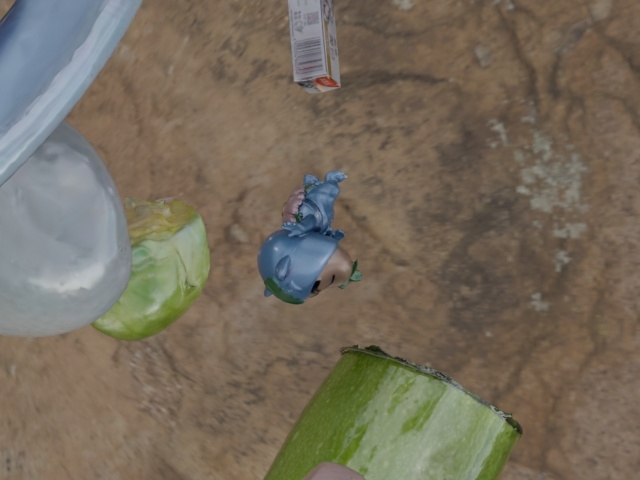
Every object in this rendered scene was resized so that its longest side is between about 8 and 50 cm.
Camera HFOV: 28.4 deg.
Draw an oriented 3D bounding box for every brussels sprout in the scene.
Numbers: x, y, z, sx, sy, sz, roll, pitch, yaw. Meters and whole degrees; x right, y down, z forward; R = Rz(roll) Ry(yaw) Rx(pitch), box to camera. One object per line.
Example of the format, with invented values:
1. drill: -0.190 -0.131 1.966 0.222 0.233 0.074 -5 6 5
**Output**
1. brussels sprout: -0.177 0.033 1.226 0.149 0.151 0.122 -2 115 14

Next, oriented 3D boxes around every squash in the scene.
1. squash: 0.049 0.337 1.524 0.263 0.263 0.384 32 77 -12

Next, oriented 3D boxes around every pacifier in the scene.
1. pacifier: -0.147 -0.026 0.405 0.207 0.278 0.227 48 46 -47

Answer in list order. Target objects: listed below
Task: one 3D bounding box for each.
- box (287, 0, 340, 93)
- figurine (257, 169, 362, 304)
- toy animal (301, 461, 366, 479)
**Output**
1. box: -0.011 -0.269 1.351 0.039 0.055 0.218 -8 78 18
2. figurine: 0.001 0.002 1.578 0.144 0.114 0.178 24 66 -20
3. toy animal: 0.048 0.218 0.692 0.212 0.124 0.124 43 78 -3
